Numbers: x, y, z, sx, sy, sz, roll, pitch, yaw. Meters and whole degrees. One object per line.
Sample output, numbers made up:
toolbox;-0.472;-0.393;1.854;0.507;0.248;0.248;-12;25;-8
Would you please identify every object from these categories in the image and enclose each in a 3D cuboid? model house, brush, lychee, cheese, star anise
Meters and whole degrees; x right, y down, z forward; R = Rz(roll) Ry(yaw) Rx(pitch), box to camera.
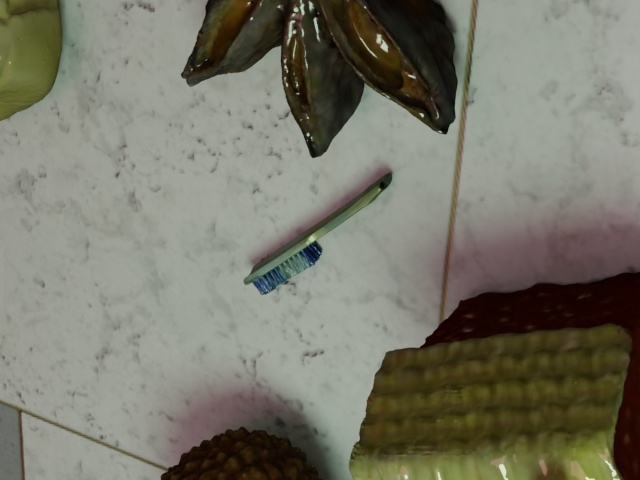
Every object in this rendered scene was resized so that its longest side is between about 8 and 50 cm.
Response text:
model house;0.146;0.132;0.733;0.196;0.254;0.160;-11;97;34
brush;0.000;-0.001;0.912;0.178;0.033;0.030;-34;93;36
lychee;-0.082;0.284;0.966;0.200;0.200;0.238;33;112;18
cheese;-0.346;-0.216;1.007;0.226;0.117;0.213;-14;93;39
star anise;0.010;-0.221;0.781;0.332;0.117;0.331;12;120;22
